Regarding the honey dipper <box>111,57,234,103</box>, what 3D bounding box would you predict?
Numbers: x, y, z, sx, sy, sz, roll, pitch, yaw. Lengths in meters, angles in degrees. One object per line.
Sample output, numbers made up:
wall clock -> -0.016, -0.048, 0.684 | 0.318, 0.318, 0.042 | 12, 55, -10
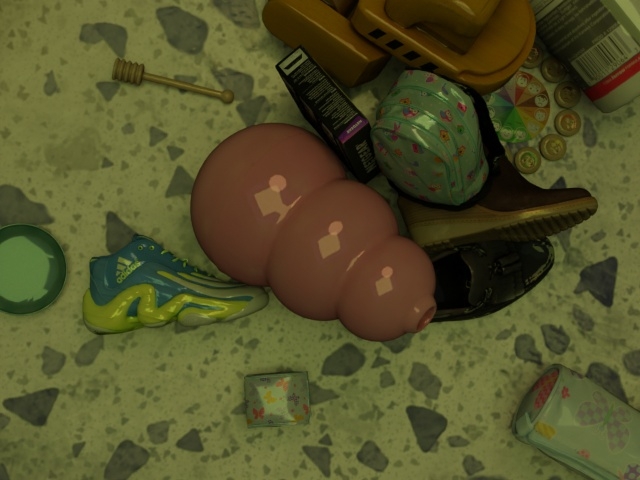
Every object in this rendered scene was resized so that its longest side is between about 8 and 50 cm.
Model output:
honey dipper -> -0.191, -0.208, 1.470 | 0.160, 0.030, 0.031 | 12, 88, -6

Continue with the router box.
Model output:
router box -> 0.016, -0.152, 1.394 | 0.046, 0.179, 0.133 | -39, 73, 0

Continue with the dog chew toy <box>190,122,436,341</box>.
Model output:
dog chew toy -> 0.000, 0.000, 1.354 | 0.332, 0.206, 0.207 | 36, 86, 24

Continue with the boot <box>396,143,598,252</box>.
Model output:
boot -> 0.216, -0.101, 1.436 | 0.248, 0.090, 0.207 | -9, 71, 9

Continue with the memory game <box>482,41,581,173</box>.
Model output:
memory game -> 0.264, -0.180, 1.513 | 0.186, 0.012, 0.186 | 0, 89, -4

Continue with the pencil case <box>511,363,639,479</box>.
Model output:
pencil case -> 0.384, 0.276, 1.462 | 0.273, 0.113, 0.124 | 34, 64, -2

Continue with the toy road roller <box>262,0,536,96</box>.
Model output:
toy road roller -> 0.110, -0.307, 1.371 | 0.329, 0.240, 0.202 | 33, 67, -1

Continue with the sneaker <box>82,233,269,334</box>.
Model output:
sneaker -> -0.189, 0.049, 1.433 | 0.240, 0.091, 0.126 | -6, 89, -4

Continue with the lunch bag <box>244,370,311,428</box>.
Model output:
lunch bag -> -0.055, 0.207, 1.460 | 0.083, 0.053, 0.071 | -6, 87, 5

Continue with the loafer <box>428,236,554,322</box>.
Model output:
loafer -> 0.170, 0.059, 1.459 | 0.302, 0.095, 0.109 | -17, 90, -5

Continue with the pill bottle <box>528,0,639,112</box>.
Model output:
pill bottle -> 0.335, -0.337, 1.440 | 0.176, 0.176, 0.318 | -40, 92, -4

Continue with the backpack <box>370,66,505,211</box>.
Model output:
backpack -> 0.131, -0.116, 1.323 | 0.151, 0.182, 0.115 | 16, 64, 20

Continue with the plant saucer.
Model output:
plant saucer -> -0.386, 0.037, 1.452 | 0.119, 0.021, 0.119 | 0, 89, -4
